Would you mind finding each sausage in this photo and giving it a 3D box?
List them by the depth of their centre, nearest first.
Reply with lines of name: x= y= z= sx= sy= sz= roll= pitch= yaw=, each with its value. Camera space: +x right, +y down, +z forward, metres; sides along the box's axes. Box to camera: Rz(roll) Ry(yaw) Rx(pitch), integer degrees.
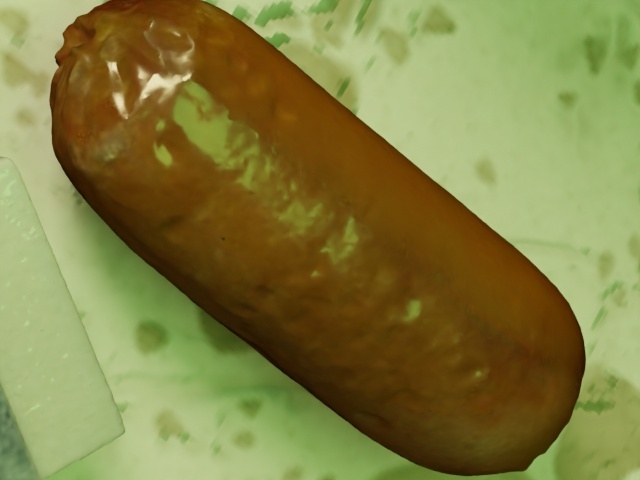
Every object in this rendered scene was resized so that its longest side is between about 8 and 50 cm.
sausage: x=0.000 y=0.000 z=0.575 sx=0.197 sy=0.076 sz=0.076 roll=40 pitch=74 yaw=-27

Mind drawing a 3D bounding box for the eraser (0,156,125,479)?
eraser: x=-0.161 y=0.060 z=0.500 sx=0.212 sy=0.046 sz=0.092 roll=-28 pitch=107 yaw=-26
